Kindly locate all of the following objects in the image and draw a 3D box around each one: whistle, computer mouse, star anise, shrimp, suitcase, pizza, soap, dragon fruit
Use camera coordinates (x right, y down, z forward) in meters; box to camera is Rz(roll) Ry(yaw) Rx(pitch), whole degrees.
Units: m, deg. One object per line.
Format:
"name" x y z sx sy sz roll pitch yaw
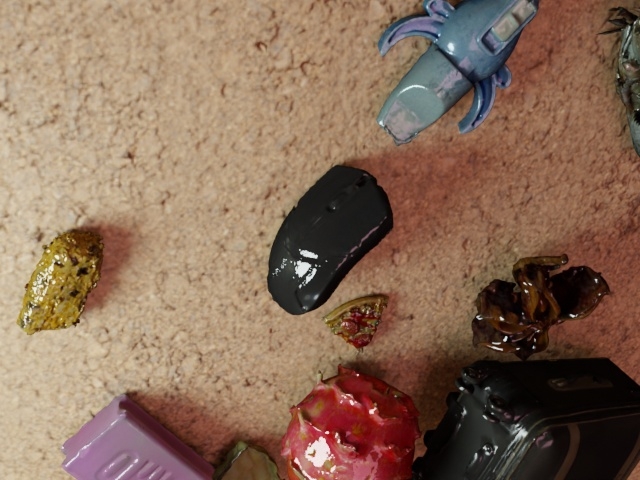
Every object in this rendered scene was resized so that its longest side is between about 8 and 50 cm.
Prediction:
"whistle" 0.175 -0.233 0.976 0.269 0.093 0.180 -44 118 13
"computer mouse" 0.000 0.000 1.013 0.217 0.122 0.073 -50 147 10
"star anise" 0.334 0.097 1.199 0.190 0.126 0.220 30 127 -33
"shrimp" 0.473 -0.233 1.041 0.137 0.172 0.372 -33 132 5
"suitcase" 0.360 0.329 1.255 0.433 0.194 0.283 4 120 -39
"pizza" 0.065 0.117 1.158 0.099 0.029 0.100 -42 125 3
"soap" -0.254 0.324 1.104 0.122 0.065 0.203 -43 117 0
"dragon fruit" 0.036 0.320 1.165 0.205 0.210 0.268 24 114 -13

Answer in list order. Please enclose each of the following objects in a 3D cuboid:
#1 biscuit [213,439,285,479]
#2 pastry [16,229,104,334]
"biscuit" -0.164 0.445 1.227 0.273 0.036 0.187 -44 132 -6
"pastry" -0.318 0.054 0.949 0.080 0.056 0.140 7 113 -38
